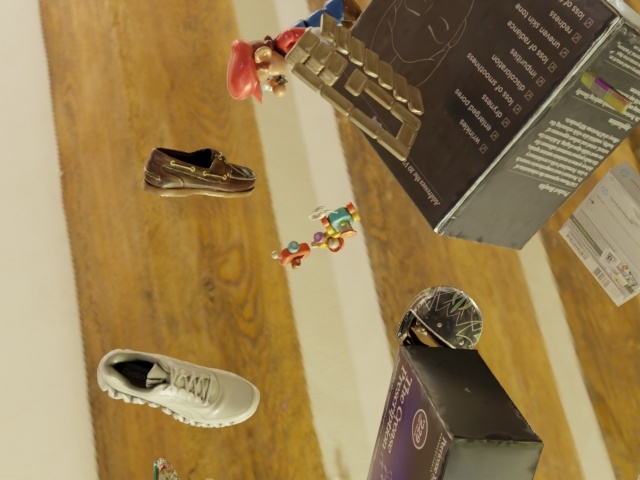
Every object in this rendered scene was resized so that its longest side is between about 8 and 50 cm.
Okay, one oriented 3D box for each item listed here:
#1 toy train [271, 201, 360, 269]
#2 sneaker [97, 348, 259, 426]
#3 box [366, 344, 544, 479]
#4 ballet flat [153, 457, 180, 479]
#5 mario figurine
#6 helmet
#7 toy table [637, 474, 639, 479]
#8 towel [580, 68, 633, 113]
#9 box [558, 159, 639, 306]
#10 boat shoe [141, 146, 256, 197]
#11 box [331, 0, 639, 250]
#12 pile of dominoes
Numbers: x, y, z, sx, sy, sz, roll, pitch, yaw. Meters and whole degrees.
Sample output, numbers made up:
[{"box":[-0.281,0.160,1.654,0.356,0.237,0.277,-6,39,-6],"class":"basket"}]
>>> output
[{"box":[0.000,0.000,1.471,0.125,0.166,0.046,-14,-112,-33],"class":"toy train"},{"box":[-0.250,0.255,1.591,0.292,0.118,0.110,13,-110,-5],"class":"sneaker"},{"box":[0.123,0.268,0.958,0.103,0.261,0.184,5,-159,-17],"class":"box"},{"box":[-0.231,0.468,1.439,0.077,0.091,0.240,1,-112,-6],"class":"ballet flat"},{"box":[-0.050,-0.385,1.929,0.170,0.321,0.198,52,172,30],"class":"mario figurine"},{"box":[0.242,0.167,1.800,0.170,0.161,0.169,19,-141,-16],"class":"helmet"},{"box":[0.627,0.459,1.409,0.252,0.161,0.274,-26,-100,-19],"class":"toy table"},{"box":[0.419,-0.218,1.331,0.083,0.009,0.060,41,180,12],"class":"towel"},{"box":[0.423,-0.006,1.275,0.038,0.186,0.145,-28,-109,-19],"class":"box"},{"box":[-0.178,-0.108,1.408,0.207,0.073,0.073,-4,-154,-46],"class":"boat shoe"},{"box":[0.319,-0.319,1.699,0.297,0.471,0.479,11,-143,-45],"class":"box"},{"box":[0.060,-0.253,1.516,0.251,0.040,0.196,38,-137,-9],"class":"pile of dominoes"}]
